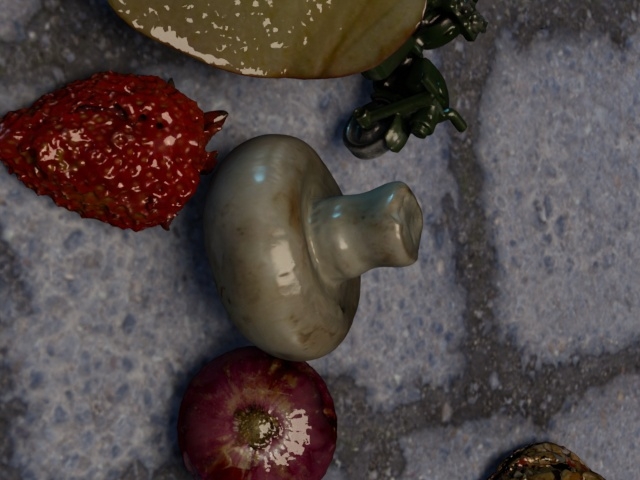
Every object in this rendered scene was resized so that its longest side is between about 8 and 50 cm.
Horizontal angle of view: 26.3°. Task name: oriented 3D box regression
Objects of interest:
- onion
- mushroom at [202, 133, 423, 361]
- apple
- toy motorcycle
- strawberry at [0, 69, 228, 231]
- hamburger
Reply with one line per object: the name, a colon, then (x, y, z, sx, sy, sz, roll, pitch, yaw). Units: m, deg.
onion: (-0.069, 0.202, 1.488, 0.177, 0.153, 0.177, -3, 100, -20)
mushroom: (0.000, 0.000, 1.443, 0.243, 0.243, 0.243, -4, 97, -32)
apple: (-0.053, -0.342, 1.352, 0.365, 0.295, 0.329, -3, 66, -8)
toy motorcycle: (0.090, -0.239, 1.536, 0.205, 0.127, 0.275, 46, 61, -42)
strawberry: (-0.211, -0.106, 1.390, 0.228, 0.098, 0.174, 21, 83, -33)
hamburger: (0.289, 0.377, 1.762, 0.231, 0.107, 0.231, -8, 107, -30)
